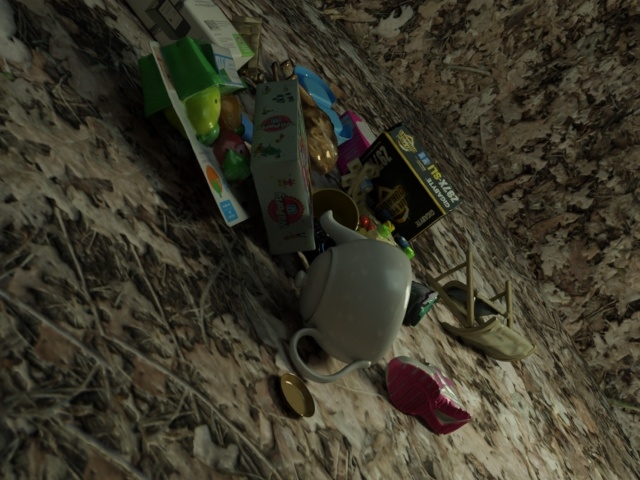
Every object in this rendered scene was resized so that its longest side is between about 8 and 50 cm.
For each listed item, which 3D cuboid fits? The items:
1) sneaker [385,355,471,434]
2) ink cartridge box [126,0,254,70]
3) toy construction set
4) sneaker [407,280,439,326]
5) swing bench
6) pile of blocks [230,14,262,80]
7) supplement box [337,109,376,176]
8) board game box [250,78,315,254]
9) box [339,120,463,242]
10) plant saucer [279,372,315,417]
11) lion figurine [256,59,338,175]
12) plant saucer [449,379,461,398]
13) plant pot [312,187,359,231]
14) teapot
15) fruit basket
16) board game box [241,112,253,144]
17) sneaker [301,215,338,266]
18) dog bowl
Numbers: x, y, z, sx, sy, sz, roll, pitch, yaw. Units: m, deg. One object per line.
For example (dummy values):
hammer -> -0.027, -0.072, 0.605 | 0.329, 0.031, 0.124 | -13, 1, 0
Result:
sneaker -> 0.211, 0.305, 1.668 | 0.252, 0.103, 0.111 | 46, 16, -36
ink cartridge box -> -0.302, -0.501, 1.852 | 0.272, 0.115, 0.198 | 52, 20, -3
toy construction set -> 0.125, -0.036, 1.986 | 0.215, 0.151, 0.327 | 29, 42, -47
sneaker -> 0.228, 0.151, 2.011 | 0.098, 0.083, 0.224 | 35, 13, 11
swing bench -> 0.453, 0.206, 2.260 | 0.253, 0.165, 0.254 | 34, 32, -42
pile of blocks -> -0.217, -0.509, 2.108 | 0.113, 0.148, 0.362 | 4, 20, -4
supplement box -> 0.109, -0.257, 2.347 | 0.111, 0.114, 0.220 | 26, 34, -50
board game box -> -0.074, -0.153, 1.620 | 0.303, 0.098, 0.224 | -92, 174, -49
box -> 0.200, -0.129, 2.085 | 0.079, 0.322, 0.257 | -32, 85, -26
plant saucer -> -0.041, 0.255, 1.305 | 0.083, 0.015, 0.083 | 44, 22, -23
lion figurine -> -0.053, -0.330, 2.084 | 0.240, 0.142, 0.392 | 51, 15, -25
plant saucer -> 0.309, 0.358, 1.898 | 0.083, 0.013, 0.083 | 44, 22, -23
plant pot -> 0.017, -0.043, 1.796 | 0.134, 0.134, 0.095 | 56, -5, 8
teapot -> 0.041, 0.105, 1.467 | 0.187, 0.252, 0.256 | 18, 13, -11
fruit basket -> -0.194, -0.211, 1.534 | 0.353, 0.166, 0.327 | 61, 12, -2
board game box -> -0.204, -0.263, 1.794 | 0.133, 0.033, 0.168 | 40, 18, -18
sneaker -> 0.000, 0.000, 1.648 | 0.121, 0.079, 0.216 | 104, -36, -59
dog bowl -> -0.014, -0.378, 2.310 | 0.166, 0.074, 0.297 | 19, 38, -43
